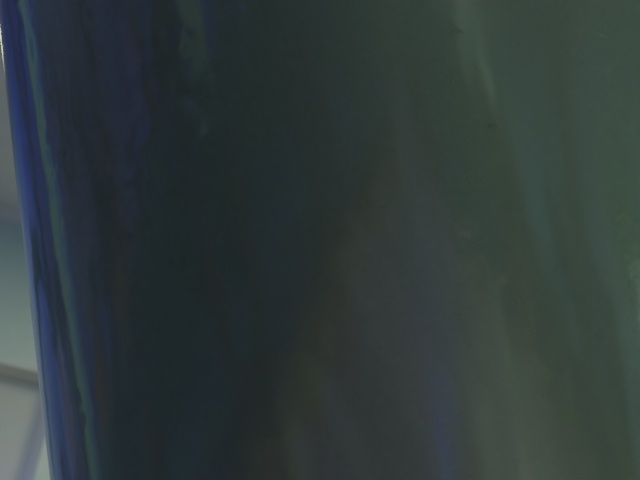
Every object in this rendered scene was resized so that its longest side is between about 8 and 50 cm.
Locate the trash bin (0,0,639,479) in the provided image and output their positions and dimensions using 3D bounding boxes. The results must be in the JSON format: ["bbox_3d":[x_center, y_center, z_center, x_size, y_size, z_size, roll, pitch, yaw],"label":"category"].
[{"bbox_3d":[0.031,0.002,0.525,0.280,0.432,0.280,-10,-4,-1],"label":"trash bin"}]
